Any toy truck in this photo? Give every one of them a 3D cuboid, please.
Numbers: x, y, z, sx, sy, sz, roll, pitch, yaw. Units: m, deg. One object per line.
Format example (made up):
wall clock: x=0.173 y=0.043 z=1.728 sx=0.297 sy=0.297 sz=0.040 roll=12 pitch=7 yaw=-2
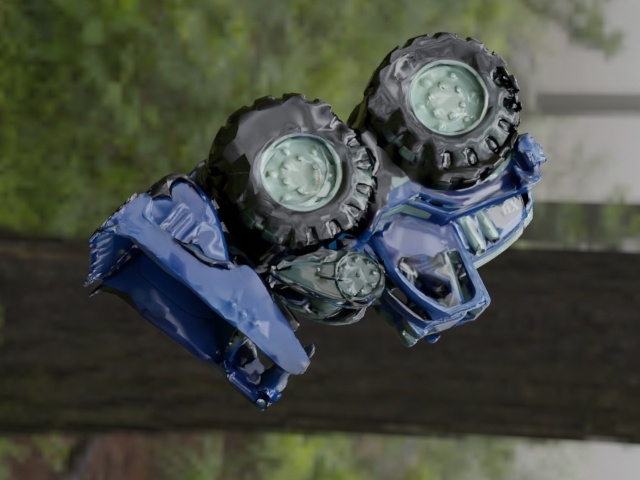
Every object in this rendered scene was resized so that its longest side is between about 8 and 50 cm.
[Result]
toy truck: x=0.000 y=0.000 z=0.905 sx=0.113 sy=0.208 sz=0.126 roll=121 pitch=-55 yaw=-76
